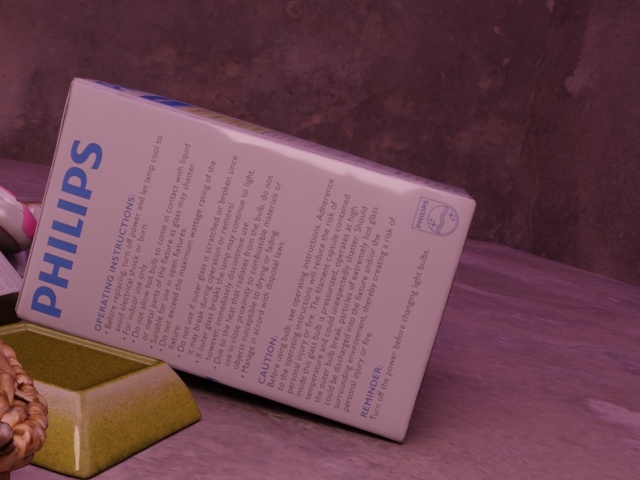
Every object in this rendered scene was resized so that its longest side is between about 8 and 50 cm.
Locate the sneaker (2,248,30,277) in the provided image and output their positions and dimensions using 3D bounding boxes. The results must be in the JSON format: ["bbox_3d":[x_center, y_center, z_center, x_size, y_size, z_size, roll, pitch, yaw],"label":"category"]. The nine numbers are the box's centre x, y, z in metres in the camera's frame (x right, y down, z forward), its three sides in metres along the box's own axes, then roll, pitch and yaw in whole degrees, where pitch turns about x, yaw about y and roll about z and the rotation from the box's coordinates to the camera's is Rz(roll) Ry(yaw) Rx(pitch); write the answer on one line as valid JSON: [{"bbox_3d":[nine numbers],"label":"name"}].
[{"bbox_3d":[-0.405,0.016,1.089,0.115,0.105,0.281,-32,35,-29],"label":"sneaker"}]

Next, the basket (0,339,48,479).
[{"bbox_3d":[-0.279,0.091,0.448,0.213,0.223,0.299,46,-11,-26],"label":"basket"}]

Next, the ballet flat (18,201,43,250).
[{"bbox_3d":[-0.358,-0.018,1.378,0.232,0.080,0.073,9,-20,-20],"label":"ballet flat"}]

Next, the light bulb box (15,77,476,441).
[{"bbox_3d":[-0.050,0.004,0.981,0.361,0.225,0.358,17,6,6],"label":"light bulb box"}]

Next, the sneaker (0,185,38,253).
[{"bbox_3d":[-0.398,0.003,0.954,0.252,0.111,0.103,-3,-37,16],"label":"sneaker"}]

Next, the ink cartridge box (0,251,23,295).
[{"bbox_3d":[-0.355,0.016,0.810,0.145,0.045,0.179,48,22,11],"label":"ink cartridge box"}]

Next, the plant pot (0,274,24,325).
[{"bbox_3d":[-0.318,0.049,0.908,0.083,0.083,0.079,16,-6,37],"label":"plant pot"}]

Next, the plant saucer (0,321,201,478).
[{"bbox_3d":[-0.203,0.104,0.711,0.188,0.045,0.188,13,5,16],"label":"plant saucer"}]
